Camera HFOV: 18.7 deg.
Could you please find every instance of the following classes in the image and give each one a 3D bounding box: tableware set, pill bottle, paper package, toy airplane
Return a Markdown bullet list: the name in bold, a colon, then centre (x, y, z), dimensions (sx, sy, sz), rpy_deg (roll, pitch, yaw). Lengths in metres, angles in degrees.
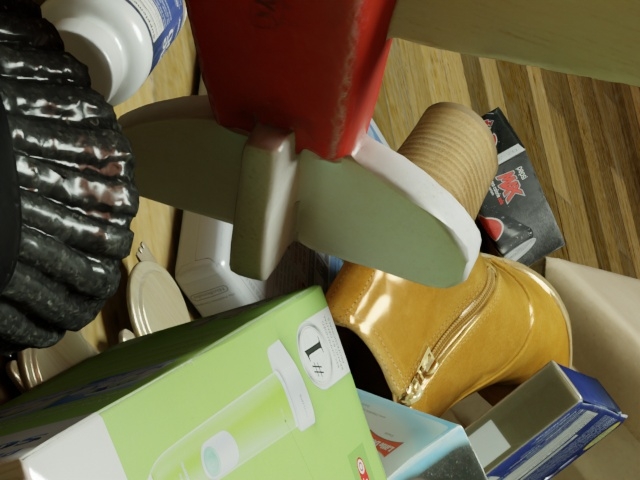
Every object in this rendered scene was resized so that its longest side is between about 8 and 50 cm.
- **tableware set**: centre (-0.109, 0.054, 0.981), dimensions (0.141, 0.020, 0.169), rpy_deg (52, 29, -39)
- **pill bottle**: centre (-0.115, -0.109, 1.028), dimensions (0.067, 0.067, 0.120), rpy_deg (65, 21, -20)
- **paper package**: centre (0.274, 0.179, 1.492), dimensions (0.309, 0.168, 0.325), rpy_deg (50, 18, 24)
- **toy airplane**: centre (0.011, -0.160, 0.852), dimensions (0.386, 0.384, 0.272), rpy_deg (38, 58, -28)

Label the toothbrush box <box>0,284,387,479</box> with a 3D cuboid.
- **toothbrush box**: centre (-0.068, 0.157, 0.825), dimensions (0.283, 0.122, 0.206), rpy_deg (-30, 102, -66)

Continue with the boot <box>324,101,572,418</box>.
- **boot**: centre (0.067, 0.080, 1.221), dimensions (0.211, 0.104, 0.295), rpy_deg (-61, 146, -34)

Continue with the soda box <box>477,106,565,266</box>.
- **soda box**: centre (0.159, -0.040, 1.671), dimensions (0.053, 0.060, 0.169), rpy_deg (62, 3, 35)

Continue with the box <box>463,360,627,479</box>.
- **box**: centre (0.119, 0.136, 1.229), dimensions (0.036, 0.136, 0.225), rpy_deg (53, 8, 17)

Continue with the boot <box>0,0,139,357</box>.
- **boot**: centre (-0.194, -0.116, 0.719), dimensions (0.260, 0.131, 0.348), rpy_deg (-11, 95, -64)

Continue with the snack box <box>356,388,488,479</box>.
- **snack box**: centre (0.065, 0.226, 1.080), dimensions (0.060, 0.187, 0.322), rpy_deg (-35, 113, -22)

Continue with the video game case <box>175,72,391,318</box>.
- **video game case**: centre (0.000, 0.000, 1.296), dimensions (0.300, 0.036, 0.329), rpy_deg (56, 24, -38)
